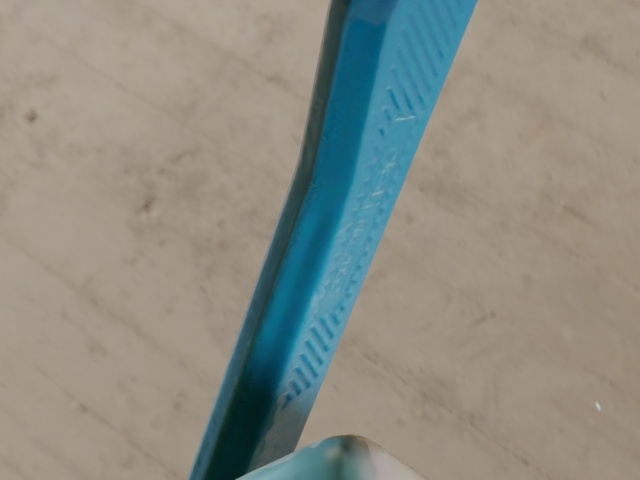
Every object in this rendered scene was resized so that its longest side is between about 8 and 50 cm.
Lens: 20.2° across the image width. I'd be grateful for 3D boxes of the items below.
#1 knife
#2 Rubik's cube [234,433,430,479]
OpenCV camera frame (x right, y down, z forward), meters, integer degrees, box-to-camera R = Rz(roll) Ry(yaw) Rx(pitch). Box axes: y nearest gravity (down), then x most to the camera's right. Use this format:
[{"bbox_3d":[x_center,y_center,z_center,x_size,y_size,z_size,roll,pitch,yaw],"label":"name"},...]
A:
[{"bbox_3d":[-0.002,-0.001,0.456,0.026,0.044,0.297,39,-55,27],"label":"knife"},{"bbox_3d":[-0.012,0.266,0.420,0.291,0.291,0.290,-27,-131,21],"label":"Rubik's cube"}]
